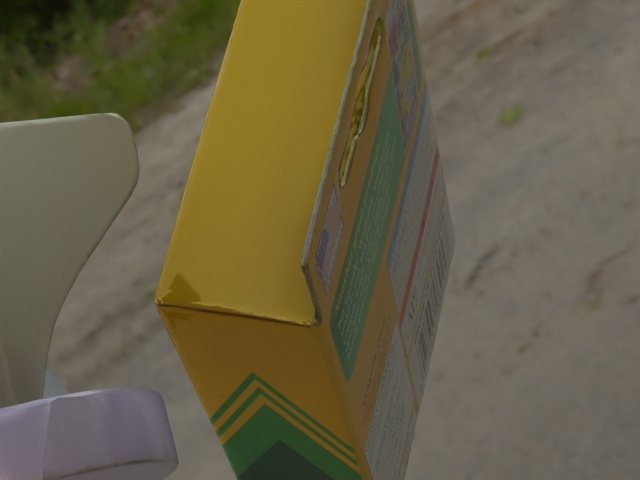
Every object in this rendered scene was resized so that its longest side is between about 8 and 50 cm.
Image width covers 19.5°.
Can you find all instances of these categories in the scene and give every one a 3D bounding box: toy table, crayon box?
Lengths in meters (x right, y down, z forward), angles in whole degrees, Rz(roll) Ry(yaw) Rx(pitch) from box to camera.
[{"bbox_3d":[-0.172,0.040,0.707,0.252,0.161,0.274,-5,-13,-46],"label":"toy table"},{"bbox_3d":[0.000,0.000,0.946,0.083,0.323,0.203,7,61,13],"label":"crayon box"}]

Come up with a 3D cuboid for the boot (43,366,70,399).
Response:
[{"bbox_3d":[-0.247,0.108,1.158,0.258,0.095,0.123,35,100,47],"label":"boot"}]
